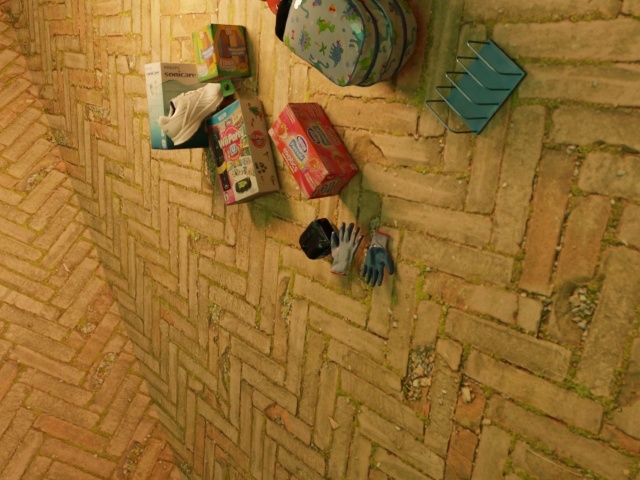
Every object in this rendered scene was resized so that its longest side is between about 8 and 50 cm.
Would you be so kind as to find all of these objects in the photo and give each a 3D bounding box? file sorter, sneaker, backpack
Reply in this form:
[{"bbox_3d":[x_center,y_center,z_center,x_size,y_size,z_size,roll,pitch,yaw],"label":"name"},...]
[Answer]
[{"bbox_3d":[0.327,-0.328,1.243,0.118,0.104,0.170,55,134,23],"label":"file sorter"},{"bbox_3d":[-0.428,-0.460,1.950,0.129,0.297,0.111,44,156,-24],"label":"sneaker"},{"bbox_3d":[0.000,0.000,1.710,0.114,0.084,0.105,-44,69,38],"label":"backpack"},{"bbox_3d":[0.062,-0.524,1.404,0.355,0.273,0.290,36,130,8],"label":"backpack"}]

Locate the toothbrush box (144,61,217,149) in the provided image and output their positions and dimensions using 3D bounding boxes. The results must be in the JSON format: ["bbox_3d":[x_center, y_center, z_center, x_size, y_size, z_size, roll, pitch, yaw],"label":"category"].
[{"bbox_3d":[-0.489,-0.475,2.045,0.126,0.216,0.295,13,110,46],"label":"toothbrush box"}]

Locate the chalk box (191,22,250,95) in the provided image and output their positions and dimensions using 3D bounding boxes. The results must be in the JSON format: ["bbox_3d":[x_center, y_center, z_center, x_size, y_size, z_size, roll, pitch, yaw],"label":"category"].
[{"bbox_3d":[-0.325,-0.587,1.894,0.132,0.132,0.213,0,99,49],"label":"chalk box"}]

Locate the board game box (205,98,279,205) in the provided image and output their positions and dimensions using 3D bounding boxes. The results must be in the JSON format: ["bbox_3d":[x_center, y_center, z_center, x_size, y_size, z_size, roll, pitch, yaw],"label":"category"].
[{"bbox_3d":[-0.262,-0.289,1.928,0.224,0.097,0.303,-15,87,49],"label":"board game box"}]

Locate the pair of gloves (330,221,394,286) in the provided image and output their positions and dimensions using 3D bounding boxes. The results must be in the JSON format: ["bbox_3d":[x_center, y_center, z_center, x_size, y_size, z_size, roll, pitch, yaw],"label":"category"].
[{"bbox_3d":[0.115,0.039,1.598,0.198,0.023,0.159,15,102,23],"label":"pair of gloves"}]

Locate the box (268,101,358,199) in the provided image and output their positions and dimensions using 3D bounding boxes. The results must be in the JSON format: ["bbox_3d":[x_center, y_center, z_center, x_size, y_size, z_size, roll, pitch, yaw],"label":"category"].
[{"bbox_3d":[-0.024,-0.258,1.643,0.128,0.122,0.257,-47,65,43],"label":"box"}]

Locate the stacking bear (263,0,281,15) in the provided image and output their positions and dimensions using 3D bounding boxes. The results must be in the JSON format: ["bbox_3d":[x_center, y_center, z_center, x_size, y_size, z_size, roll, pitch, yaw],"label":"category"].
[{"bbox_3d":[-0.150,-0.761,1.644,0.289,0.175,0.164,55,133,14],"label":"stacking bear"}]
